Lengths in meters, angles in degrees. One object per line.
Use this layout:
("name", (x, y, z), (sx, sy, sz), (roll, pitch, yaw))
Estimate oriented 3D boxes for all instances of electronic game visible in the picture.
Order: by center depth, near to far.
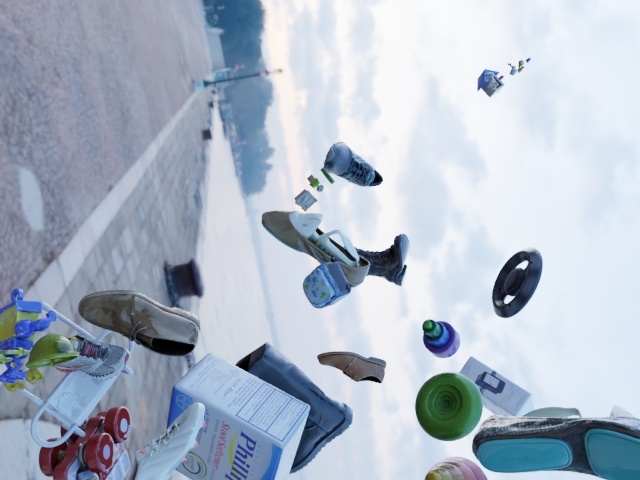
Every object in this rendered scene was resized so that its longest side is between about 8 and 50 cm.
("electronic game", (0.581, 0.124, 1.907), (0.229, 0.048, 0.229), (-62, -170, 19))

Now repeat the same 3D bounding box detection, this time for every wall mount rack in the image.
("wall mount rack", (-0.669, 0.338, 1.671), (0.130, 0.350, 0.304), (0, -44, 46))

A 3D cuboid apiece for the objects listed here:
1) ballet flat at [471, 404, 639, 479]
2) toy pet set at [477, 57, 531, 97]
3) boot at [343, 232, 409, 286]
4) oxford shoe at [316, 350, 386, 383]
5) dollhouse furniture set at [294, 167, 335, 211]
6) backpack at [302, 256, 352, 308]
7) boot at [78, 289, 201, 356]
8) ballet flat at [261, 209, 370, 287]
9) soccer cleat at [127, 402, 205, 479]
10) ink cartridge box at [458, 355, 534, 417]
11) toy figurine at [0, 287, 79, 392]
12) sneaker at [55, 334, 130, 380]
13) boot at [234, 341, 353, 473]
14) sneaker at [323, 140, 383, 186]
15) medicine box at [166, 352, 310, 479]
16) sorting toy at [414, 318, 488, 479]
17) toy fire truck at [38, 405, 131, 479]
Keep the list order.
("ballet flat", (0.585, 0.441, 1.439), (0.182, 0.483, 0.164), (-44, 122, -52))
("toy pet set", (0.454, -0.429, 1.647), (0.065, 0.122, 0.114), (51, -26, 10))
("boot", (0.181, 0.057, 2.203), (0.263, 0.229, 0.091), (88, 22, -46))
("oxford shoe", (0.091, 0.374, 1.892), (0.076, 0.212, 0.076), (111, -11, -59))
("dollhouse furniture set", (-0.028, -0.176, 2.177), (0.076, 0.151, 0.058), (40, 11, -51))
("backpack", (0.006, 0.117, 1.631), (0.114, 0.084, 0.105), (-43, -111, 41))
("boot", (-0.445, 0.206, 1.580), (0.115, 0.305, 0.112), (-100, -152, -64))
("ballet flat", (0.000, 0.000, 1.789), (0.124, 0.342, 0.116), (-47, -172, 34))
("soccer cleat", (-0.262, 0.350, 1.065), (0.196, 0.076, 0.068), (-57, -163, -6))
("ink cartridge box", (0.592, 0.518, 2.183), (0.237, 0.100, 0.172), (32, -17, 35))
("toy figurine", (-0.696, 0.198, 1.444), (0.191, 0.362, 0.217), (22, 54, -45))
("sneaker", (-0.574, 0.282, 1.572), (0.093, 0.225, 0.088), (76, 19, -48))
("boot", (-0.161, 0.603, 2.282), (0.445, 0.367, 0.146), (40, 12, -25))
("sneaker", (0.101, -0.215, 1.873), (0.267, 0.106, 0.101), (11, 104, -63))
("medicine box", (-0.203, 0.457, 1.513), (0.149, 0.289, 0.263), (-41, 152, -55))
("sorting toy", (0.207, 0.298, 1.121), (0.126, 0.127, 0.365), (44, 40, -49))
("toy fire truck", (-0.617, 0.615, 1.759), (0.302, 0.169, 0.254), (-75, 155, -71))
